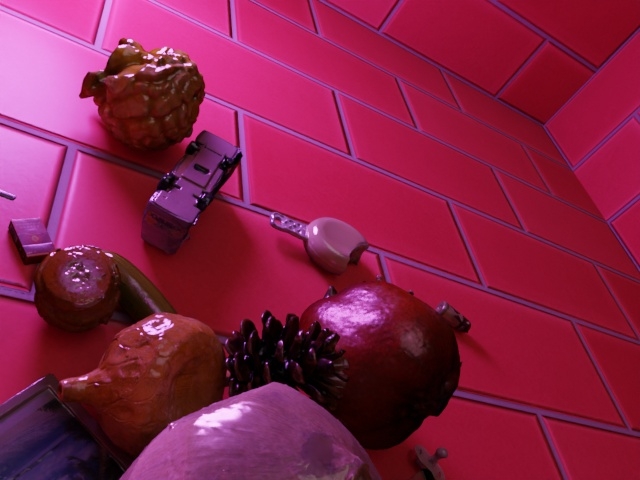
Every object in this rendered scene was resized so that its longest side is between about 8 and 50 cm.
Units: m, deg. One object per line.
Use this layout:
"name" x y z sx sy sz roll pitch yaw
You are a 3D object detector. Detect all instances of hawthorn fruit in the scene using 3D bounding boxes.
"hawthorn fruit" 0.095 0.220 1.082 0.311 0.295 0.295 20 31 16

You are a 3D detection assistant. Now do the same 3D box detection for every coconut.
"coconut" -0.080 0.348 0.690 0.346 0.360 0.346 26 34 -20

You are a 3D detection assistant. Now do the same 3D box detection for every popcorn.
"popcorn" -0.373 -0.318 1.296 0.270 0.224 0.258 -19 47 -42

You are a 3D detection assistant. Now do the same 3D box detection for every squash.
"squash" -0.311 0.096 1.014 0.252 0.066 0.066 46 35 10

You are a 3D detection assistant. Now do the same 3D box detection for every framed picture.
"framed picture" -0.384 0.328 0.724 0.232 0.024 0.315 43 33 7

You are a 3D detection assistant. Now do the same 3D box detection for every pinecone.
"pinecone" -0.048 0.203 0.920 0.207 0.208 0.208 25 37 -20

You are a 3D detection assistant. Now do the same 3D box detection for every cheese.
"cheese" -0.002 -0.014 1.428 0.248 0.071 0.163 35 35 -5

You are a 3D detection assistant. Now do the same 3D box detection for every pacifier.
"pacifier" 0.222 0.424 1.149 0.083 0.064 0.068 49 18 14

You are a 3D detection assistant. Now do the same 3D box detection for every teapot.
"teapot" -0.248 0.206 0.883 0.166 0.204 0.311 7 -2 26

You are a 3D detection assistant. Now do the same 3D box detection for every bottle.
"bottle" 0.346 0.200 1.532 0.101 0.047 0.063 35 24 -9

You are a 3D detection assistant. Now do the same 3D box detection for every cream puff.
"cream puff" -0.382 0.082 0.934 0.126 0.103 0.144 3 47 -23

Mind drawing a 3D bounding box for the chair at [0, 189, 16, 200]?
"chair" -0.594 -0.046 0.832 0.246 0.159 0.172 31 32 -15

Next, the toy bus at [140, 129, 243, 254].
"toy bus" -0.267 -0.103 1.227 0.112 0.138 0.317 29 36 -6

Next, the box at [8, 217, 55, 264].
"box" -0.485 0.000 0.999 0.051 0.023 0.082 -9 57 -47

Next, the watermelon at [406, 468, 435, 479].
"watermelon" 0.159 0.473 1.041 0.094 0.125 0.135 10 55 8

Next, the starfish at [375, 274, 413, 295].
"starfish" 0.192 0.185 1.412 0.227 0.043 0.240 45 37 10
